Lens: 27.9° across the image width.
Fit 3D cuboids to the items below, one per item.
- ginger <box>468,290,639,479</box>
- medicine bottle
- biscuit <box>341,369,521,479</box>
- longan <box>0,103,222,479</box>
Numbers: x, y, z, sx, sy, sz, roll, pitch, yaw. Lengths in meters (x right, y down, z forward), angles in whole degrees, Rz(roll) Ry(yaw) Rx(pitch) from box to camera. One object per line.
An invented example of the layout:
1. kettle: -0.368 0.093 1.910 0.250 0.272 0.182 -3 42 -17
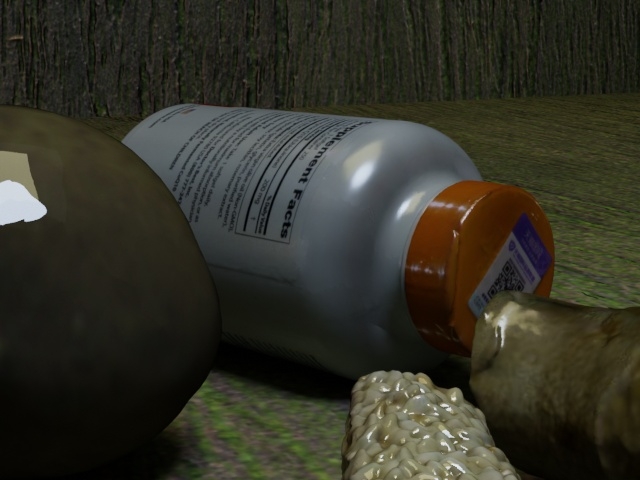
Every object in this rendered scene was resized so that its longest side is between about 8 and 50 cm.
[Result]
1. ginger: 0.186 0.076 0.525 0.263 0.109 0.116 8 41 40
2. medicine bottle: 0.000 0.000 0.798 0.157 0.157 0.289 -11 15 -44
3. biscuit: 0.041 0.102 0.458 0.070 0.082 0.168 1 10 -3
4. longan: -0.153 0.024 0.618 0.212 0.198 0.198 1 11 9
